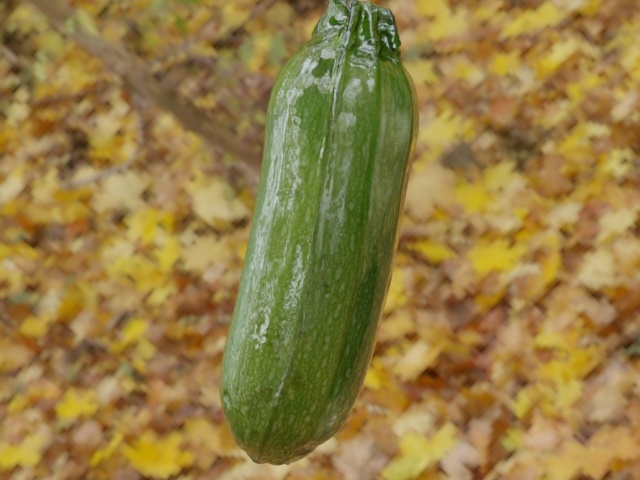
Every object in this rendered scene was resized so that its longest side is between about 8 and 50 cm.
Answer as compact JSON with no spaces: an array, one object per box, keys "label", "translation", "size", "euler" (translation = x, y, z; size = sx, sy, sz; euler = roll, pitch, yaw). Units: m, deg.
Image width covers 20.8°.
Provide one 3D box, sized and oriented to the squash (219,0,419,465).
[{"label":"squash","translation":[0.000,0.000,0.790],"size":[0.077,0.068,0.219],"euler":[-132,51,-74]}]
